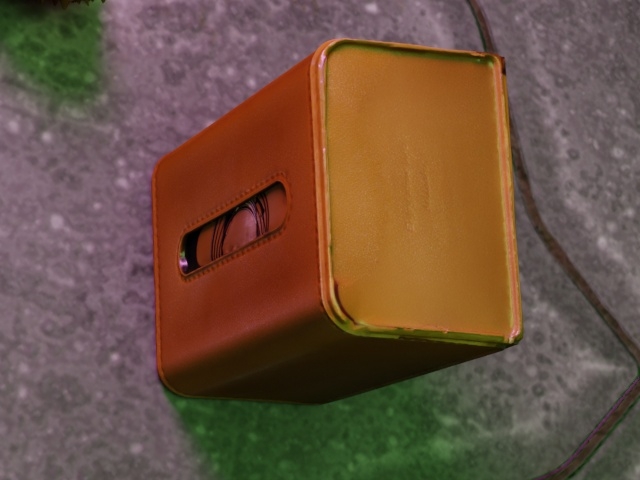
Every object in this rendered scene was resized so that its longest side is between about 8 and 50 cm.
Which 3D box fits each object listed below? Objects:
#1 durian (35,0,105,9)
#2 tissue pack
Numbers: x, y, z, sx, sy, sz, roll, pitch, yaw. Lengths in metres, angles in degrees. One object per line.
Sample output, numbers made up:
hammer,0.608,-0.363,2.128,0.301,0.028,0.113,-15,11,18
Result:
durian,-0.233,-0.254,1.182,0.078,0.140,0.224,-31,84,12
tissue pack,0.000,0.000,1.136,0.145,0.274,0.194,2,75,-27
